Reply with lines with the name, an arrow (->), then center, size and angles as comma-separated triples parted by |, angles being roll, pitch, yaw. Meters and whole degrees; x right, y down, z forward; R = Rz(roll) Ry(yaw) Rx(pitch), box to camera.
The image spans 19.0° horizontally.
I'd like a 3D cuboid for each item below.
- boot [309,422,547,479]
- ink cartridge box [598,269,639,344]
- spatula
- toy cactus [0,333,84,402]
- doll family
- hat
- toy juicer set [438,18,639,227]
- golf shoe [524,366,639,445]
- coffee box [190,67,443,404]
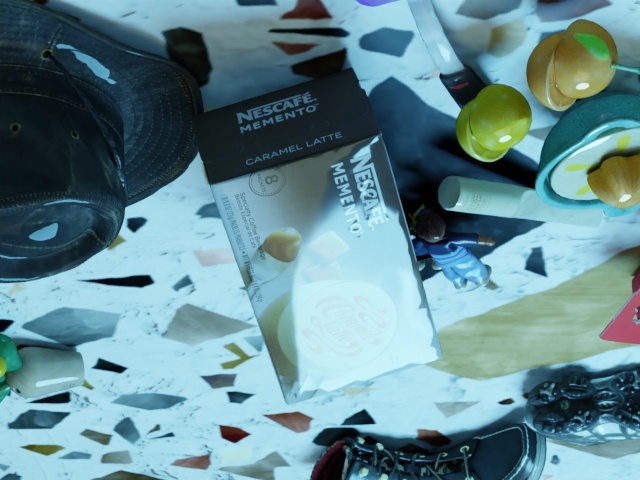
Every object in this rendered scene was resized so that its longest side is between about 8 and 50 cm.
boot -> 0.115, 0.251, 2.076 | 0.179, 0.085, 0.236 | 17, 144, -28
ink cartridge box -> 0.380, 0.041, 1.767 | 0.231, 0.078, 0.134 | 6, 147, -16
spatula -> 0.093, -0.148, 1.466 | 0.084, 0.030, 0.296 | -14, 148, 18
toy cactus -> -0.315, 0.135, 1.833 | 0.181, 0.112, 0.219 | -4, 142, -20
doll family -> 0.061, 0.012, 1.693 | 0.193, 0.076, 0.111 | -20, 142, 15
hat -> -0.252, -0.046, 1.494 | 0.331, 0.134, 0.331 | -3, 150, -2
toy juicer set -> 0.201, -0.064, 1.536 | 0.209, 0.089, 0.329 | -6, 153, -20
golf shoe -> 0.309, 0.176, 2.002 | 0.198, 0.077, 0.094 | 3, 163, -4
coffee box -> 0.000, 0.000, 1.545 | 0.141, 0.098, 0.246 | -17, 130, -1
